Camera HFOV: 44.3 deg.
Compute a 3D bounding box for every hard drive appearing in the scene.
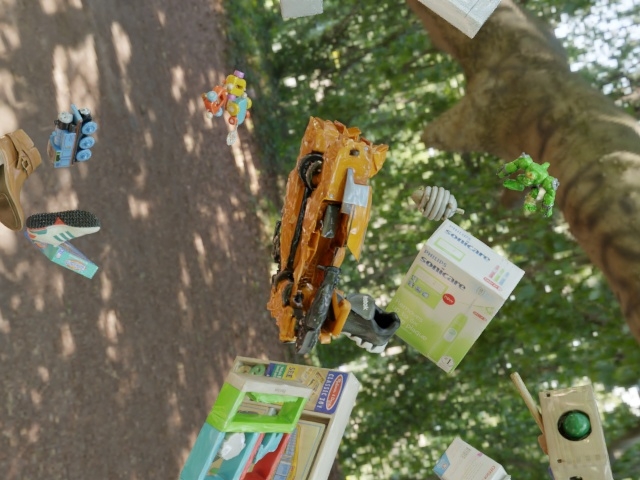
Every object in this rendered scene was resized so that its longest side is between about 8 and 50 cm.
[{"bbox_3d":[0.190,-0.546,1.539,0.047,0.353,0.233,-55,178,40],"label":"hard drive"}]

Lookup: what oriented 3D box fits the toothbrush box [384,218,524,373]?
[{"bbox_3d":[0.286,0.128,1.755,0.122,0.206,0.283,-42,163,-45],"label":"toothbrush box"}]

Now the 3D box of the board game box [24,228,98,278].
[{"bbox_3d":[-0.817,0.033,2.478,0.210,0.047,0.160,29,-4,42],"label":"board game box"}]

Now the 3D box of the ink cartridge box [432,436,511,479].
[{"bbox_3d":[0.334,0.511,1.694,0.143,0.092,0.090,28,-19,44],"label":"ink cartridge box"}]

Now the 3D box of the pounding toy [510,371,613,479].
[{"bbox_3d":[0.324,0.257,1.050,0.141,0.100,0.130,60,24,-44],"label":"pounding toy"}]

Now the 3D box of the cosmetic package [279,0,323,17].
[{"bbox_3d":[-0.065,-0.684,1.560,0.284,0.097,0.377,73,9,-73],"label":"cosmetic package"}]

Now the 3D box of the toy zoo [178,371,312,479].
[{"bbox_3d":[-0.123,0.318,1.041,0.192,0.030,0.293,26,89,-61],"label":"toy zoo"}]

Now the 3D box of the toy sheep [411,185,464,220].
[{"bbox_3d":[0.279,-0.086,1.874,0.091,0.132,0.091,-156,-90,-88],"label":"toy sheep"}]

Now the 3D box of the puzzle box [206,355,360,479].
[{"bbox_3d":[-0.115,0.410,1.429,0.052,0.272,0.409,58,44,-44],"label":"puzzle box"}]

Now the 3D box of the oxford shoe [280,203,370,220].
[{"bbox_3d":[0.021,-0.069,1.801,0.076,0.212,0.076,115,-28,-50],"label":"oxford shoe"}]

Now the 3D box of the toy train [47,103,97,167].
[{"bbox_3d":[-0.654,-0.273,2.067,0.080,0.105,0.184,57,-40,26],"label":"toy train"}]

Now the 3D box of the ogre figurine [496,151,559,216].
[{"bbox_3d":[0.600,-0.169,2.246,0.197,0.097,0.118,63,-33,32],"label":"ogre figurine"}]

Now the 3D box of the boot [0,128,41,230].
[{"bbox_3d":[-0.654,-0.134,1.700,0.152,0.073,0.197,-58,141,-56],"label":"boot"}]

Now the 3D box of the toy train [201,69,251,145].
[{"bbox_3d":[-0.190,-0.266,1.546,0.125,0.046,0.166,-61,163,-18],"label":"toy train"}]

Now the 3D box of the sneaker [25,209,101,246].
[{"bbox_3d":[-0.582,-0.024,1.786,0.075,0.161,0.057,106,-26,-47],"label":"sneaker"}]

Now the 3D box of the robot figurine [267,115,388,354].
[{"bbox_3d":[0.000,0.000,1.003,0.211,0.085,0.291,-130,-131,-64],"label":"robot figurine"}]

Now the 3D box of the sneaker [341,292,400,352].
[{"bbox_3d":[0.048,0.129,1.437,0.234,0.106,0.078,23,42,-24],"label":"sneaker"}]
